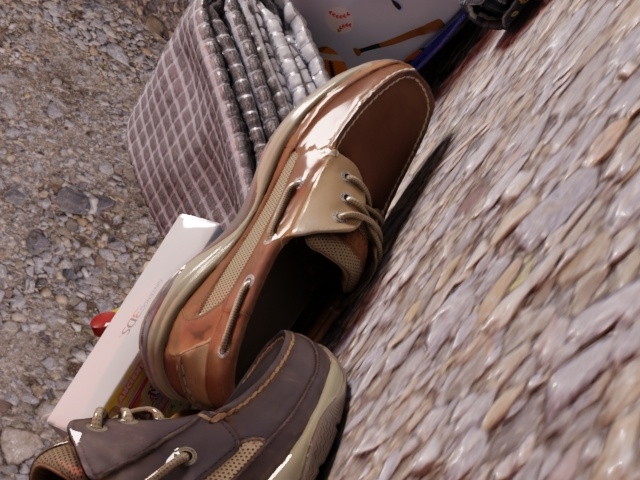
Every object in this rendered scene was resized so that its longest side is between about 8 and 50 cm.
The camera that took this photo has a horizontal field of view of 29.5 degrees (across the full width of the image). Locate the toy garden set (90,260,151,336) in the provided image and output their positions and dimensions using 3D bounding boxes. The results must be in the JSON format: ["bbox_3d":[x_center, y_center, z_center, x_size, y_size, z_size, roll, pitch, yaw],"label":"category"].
[{"bbox_3d":[-0.145,0.111,1.234,0.049,0.204,0.244,-5,31,19],"label":"toy garden set"}]

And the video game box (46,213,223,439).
[{"bbox_3d":[-0.118,0.114,1.001,0.205,0.048,0.187,-60,-29,-26],"label":"video game box"}]

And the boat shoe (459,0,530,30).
[{"bbox_3d":[0.158,-0.214,0.951,0.083,0.065,0.183,-58,0,-1],"label":"boat shoe"}]

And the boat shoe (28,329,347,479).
[{"bbox_3d":[-0.098,0.147,0.674,0.132,0.130,0.355,-50,1,38],"label":"boat shoe"}]

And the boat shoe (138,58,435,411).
[{"bbox_3d":[0.000,0.000,0.930,0.116,0.123,0.324,17,69,48],"label":"boat shoe"}]

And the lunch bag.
[{"bbox_3d":[0.084,-0.323,1.268,0.385,0.239,0.328,-35,18,46],"label":"lunch bag"}]

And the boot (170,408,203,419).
[{"bbox_3d":[-0.118,0.216,0.860,0.152,0.073,0.197,-59,3,20],"label":"boot"}]

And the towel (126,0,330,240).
[{"bbox_3d":[-0.085,-0.076,1.170,0.235,0.121,0.284,-48,54,48],"label":"towel"}]
